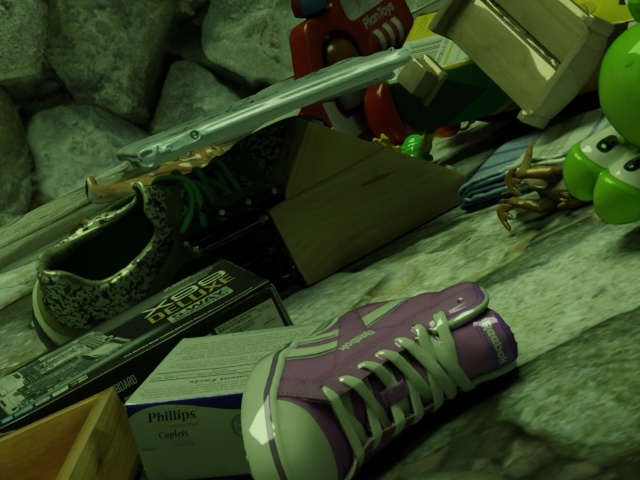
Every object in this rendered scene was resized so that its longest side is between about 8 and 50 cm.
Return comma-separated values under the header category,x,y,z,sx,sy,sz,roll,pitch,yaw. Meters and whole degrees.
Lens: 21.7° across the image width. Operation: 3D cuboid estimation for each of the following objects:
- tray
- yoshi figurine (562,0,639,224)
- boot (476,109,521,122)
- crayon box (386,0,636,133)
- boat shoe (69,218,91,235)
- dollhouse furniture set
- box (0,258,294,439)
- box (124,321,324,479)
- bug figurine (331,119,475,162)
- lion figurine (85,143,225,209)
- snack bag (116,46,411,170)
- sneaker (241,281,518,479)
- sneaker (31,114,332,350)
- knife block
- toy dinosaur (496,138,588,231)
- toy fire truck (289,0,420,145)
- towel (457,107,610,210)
category,x,y,z,sx,sy,sz,roll,pitch,yaw
tray,-0.261,0.245,1.257,0.202,0.076,0.411,-24,12,7
yoshi figurine,0.354,-0.151,1.387,0.362,0.203,0.203,-35,20,-25
boot,0.290,-0.211,2.125,0.197,0.073,0.152,-23,16,29
crayon box,0.256,-0.239,2.030,0.318,0.081,0.202,-12,26,23
boat shoe,-0.280,0.049,2.035,0.073,0.073,0.207,-43,-22,-20
dollhouse furniture set,0.308,-0.217,1.854,0.173,0.303,0.355,13,-60,-44
box,-0.188,0.129,1.603,0.307,0.077,0.242,-28,11,-10
box,-0.064,0.125,1.295,0.126,0.072,0.137,-8,16,19
bug figurine,0.070,-0.113,2.140,0.279,0.072,0.216,-18,19,16
lion figurine,-0.183,-0.032,2.237,0.240,0.142,0.392,-5,22,-14
snack bag,-0.064,-0.143,1.863,0.323,0.037,0.342,-22,7,-9
sneaker,0.051,0.095,1.176,0.161,0.102,0.282,-18,14,24
sneaker,-0.149,-0.021,1.862,0.410,0.158,0.182,-35,-20,-12
knife block,0.000,0.000,1.811,0.275,0.242,0.088,18,1,-16
toy dinosaur,0.219,-0.051,1.602,0.112,0.064,0.211,-12,14,-26
toy fire truck,0.053,-0.260,2.375,0.169,0.254,0.302,-17,15,41
towel,0.293,-0.117,1.761,0.285,0.034,0.209,-20,12,30
